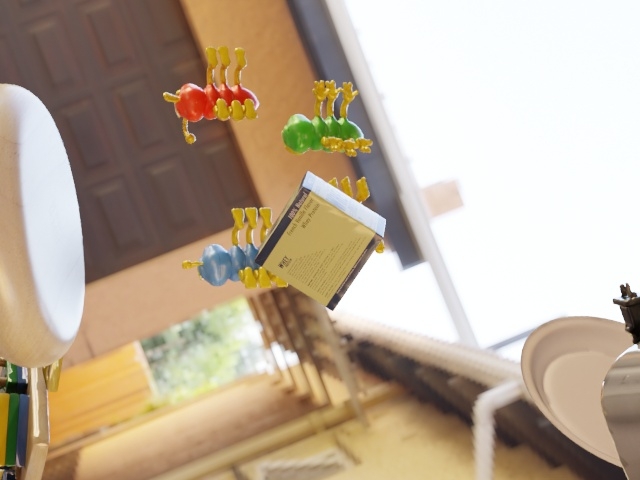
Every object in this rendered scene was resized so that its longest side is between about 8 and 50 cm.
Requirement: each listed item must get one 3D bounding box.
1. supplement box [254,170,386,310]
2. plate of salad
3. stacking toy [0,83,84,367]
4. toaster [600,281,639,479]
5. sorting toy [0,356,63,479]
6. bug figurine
[{"bbox_3d":[0.000,0.000,1.245,0.083,0.083,0.056,32,17,-5],"label":"supplement box"},{"bbox_3d":[0.273,0.135,1.267,0.200,0.048,0.200,25,-36,20],"label":"plate of salad"},{"bbox_3d":[-0.293,0.013,0.710,0.141,0.330,0.141,-8,90,-87],"label":"stacking toy"},{"bbox_3d":[0.230,0.107,0.677,0.227,0.129,0.146,63,-10,5],"label":"toaster"},{"bbox_3d":[-0.245,0.149,1.106,0.132,0.046,0.274,-107,-150,-50],"label":"sorting toy"},{"bbox_3d":[-0.046,-0.060,1.435,0.072,0.216,0.279,121,-35,-55],"label":"bug figurine"}]
